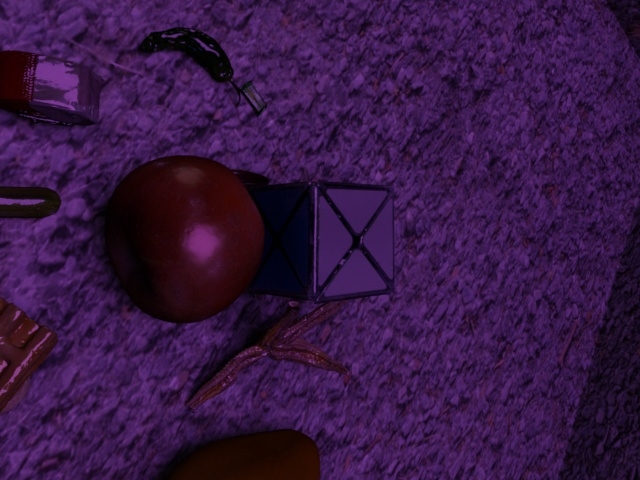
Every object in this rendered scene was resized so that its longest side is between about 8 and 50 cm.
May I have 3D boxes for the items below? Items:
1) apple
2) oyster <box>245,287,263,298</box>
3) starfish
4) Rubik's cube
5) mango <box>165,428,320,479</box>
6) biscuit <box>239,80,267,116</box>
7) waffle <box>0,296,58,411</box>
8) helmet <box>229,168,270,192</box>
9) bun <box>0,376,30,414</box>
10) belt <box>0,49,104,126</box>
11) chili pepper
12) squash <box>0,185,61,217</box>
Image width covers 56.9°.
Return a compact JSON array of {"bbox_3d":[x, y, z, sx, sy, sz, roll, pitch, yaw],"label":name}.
[{"bbox_3d":[-0.283,-0.007,1.239,0.276,0.348,0.349,-26,104,-40],"label":"apple"},{"bbox_3d":[-0.189,0.074,1.487,0.165,0.053,0.109,33,83,-38],"label":"oyster"},{"bbox_3d":[-0.083,0.268,1.461,0.397,0.384,0.132,11,40,-41],"label":"starfish"},{"bbox_3d":[0.000,0.000,1.348,0.254,0.259,0.260,0,93,-39],"label":"Rubik's cube"},{"bbox_3d":[-0.177,0.598,1.375,0.445,0.232,0.300,-16,94,-44],"label":"mango"},{"bbox_3d":[-0.173,-0.371,1.538,0.046,0.016,0.089,-49,116,-26],"label":"biscuit"},{"bbox_3d":[-0.692,0.195,1.039,0.348,0.077,0.304,39,68,-14],"label":"waffle"},{"bbox_3d":[-0.216,-0.109,1.429,0.175,0.155,0.106,1,108,-30],"label":"helmet"},{"bbox_3d":[-0.619,0.283,1.140,0.115,0.069,0.115,0,90,-38],"label":"bun"},{"bbox_3d":[-0.543,-0.292,1.182,0.200,0.128,0.124,7,85,-34],"label":"belt"},{"bbox_3d":[-0.288,-0.443,1.425,0.278,0.065,0.122,23,83,-33],"label":"chili pepper"},{"bbox_3d":[-0.627,-0.078,1.152,0.228,0.066,0.066,2,87,-37],"label":"squash"}]
